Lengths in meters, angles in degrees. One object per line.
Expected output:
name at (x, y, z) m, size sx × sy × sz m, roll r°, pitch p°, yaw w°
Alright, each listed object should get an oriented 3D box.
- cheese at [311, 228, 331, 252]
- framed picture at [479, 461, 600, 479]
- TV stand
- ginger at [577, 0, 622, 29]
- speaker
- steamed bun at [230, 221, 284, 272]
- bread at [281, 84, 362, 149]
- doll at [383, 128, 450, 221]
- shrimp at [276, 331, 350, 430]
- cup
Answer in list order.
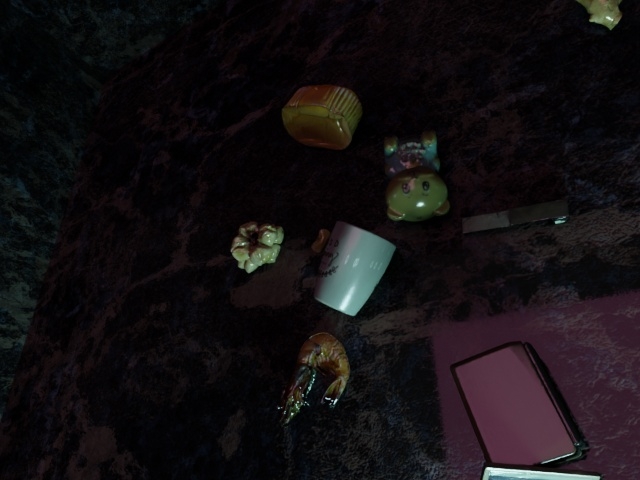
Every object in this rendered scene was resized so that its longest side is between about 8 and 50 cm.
cheese at (0.000, 0.000, 1.492) m, size 0.030 × 0.044 × 0.083 m, roll 18°, pitch 78°, yaw 56°
framed picture at (0.402, 0.482, 0.857) m, size 0.203 × 0.150 × 0.015 m, roll 3°, pitch 27°, yaw 5°
TV stand at (0.504, -0.054, 1.181) m, size 0.257 × 0.040 × 0.048 m, roll -10°, pitch 62°, yaw 30°
ginger at (0.798, -0.796, 1.329) m, size 0.363 × 0.122 × 0.348 m, roll 31°, pitch 77°, yaw 31°
speaker at (0.408, 0.355, 0.954) m, size 0.193 × 0.153 × 0.230 m, roll -29°, pitch 53°, yaw 20°
steamed bun at (-0.236, 0.017, 1.602) m, size 0.178 × 0.106 × 0.192 m, roll 4°, pitch 70°, yaw 37°
bread at (0.015, -0.456, 1.642) m, size 0.288 × 0.204 × 0.156 m, roll 9°, pitch 54°, yaw 34°
doll at (0.273, -0.176, 1.324) m, size 0.177 × 0.161 × 0.260 m, roll -6°, pitch 59°, yaw 7°
shrimp at (-0.009, 0.403, 1.274) m, size 0.178 × 0.075 × 0.289 m, roll 7°, pitch 57°, yaw 34°
cup at (0.073, 0.080, 1.337) m, size 0.234 × 0.186 × 0.258 m, roll -65°, pitch 20°, yaw -1°
